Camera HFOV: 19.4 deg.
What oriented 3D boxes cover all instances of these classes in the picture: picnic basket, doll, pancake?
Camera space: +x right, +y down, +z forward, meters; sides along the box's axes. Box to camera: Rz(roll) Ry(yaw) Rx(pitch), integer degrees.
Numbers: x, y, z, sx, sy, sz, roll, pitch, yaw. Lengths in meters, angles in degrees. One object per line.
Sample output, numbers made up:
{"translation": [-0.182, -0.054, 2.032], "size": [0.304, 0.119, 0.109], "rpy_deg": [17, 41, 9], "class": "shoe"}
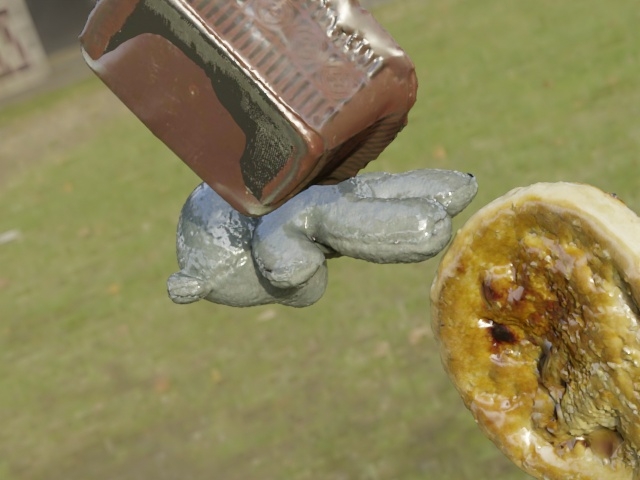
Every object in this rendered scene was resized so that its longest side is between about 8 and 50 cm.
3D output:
{"translation": [-0.074, -0.156, 1.656], "size": [0.129, 0.297, 0.222], "rpy_deg": [-48, 3, -42], "class": "picnic basket"}
{"translation": [-0.001, 0.007, 1.952], "size": [0.340, 0.158, 0.246], "rpy_deg": [-1, 27, 22], "class": "doll"}
{"translation": [0.248, 0.116, 1.833], "size": [0.065, 0.356, 0.356], "rpy_deg": [-32, 14, -39], "class": "pancake"}
